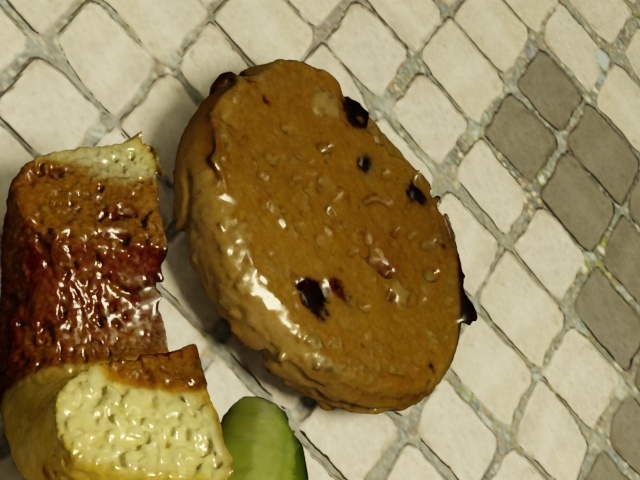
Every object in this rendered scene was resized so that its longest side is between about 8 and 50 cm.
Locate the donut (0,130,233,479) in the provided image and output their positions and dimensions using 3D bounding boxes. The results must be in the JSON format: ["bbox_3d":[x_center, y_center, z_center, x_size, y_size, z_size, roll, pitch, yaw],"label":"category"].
[{"bbox_3d":[-0.154,0.077,1.262,0.112,0.151,0.295,7,48,-26],"label":"donut"}]

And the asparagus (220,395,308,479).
[{"bbox_3d":[-0.071,0.284,1.231,0.128,0.108,0.382,71,22,-46],"label":"asparagus"}]

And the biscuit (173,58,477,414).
[{"bbox_3d":[-0.001,0.001,1.492,0.296,0.075,0.296,29,46,-35],"label":"biscuit"}]
